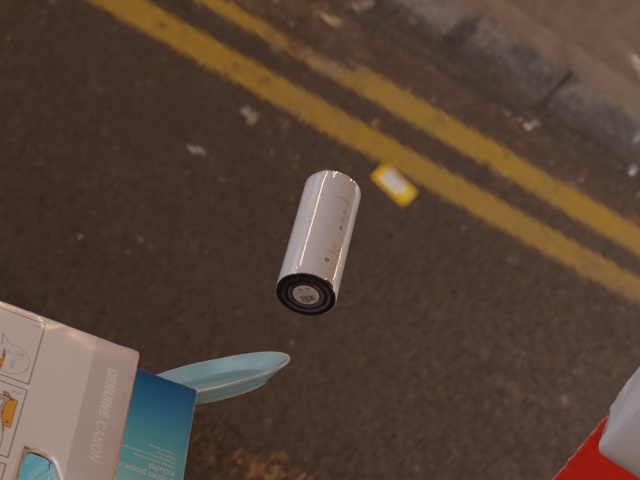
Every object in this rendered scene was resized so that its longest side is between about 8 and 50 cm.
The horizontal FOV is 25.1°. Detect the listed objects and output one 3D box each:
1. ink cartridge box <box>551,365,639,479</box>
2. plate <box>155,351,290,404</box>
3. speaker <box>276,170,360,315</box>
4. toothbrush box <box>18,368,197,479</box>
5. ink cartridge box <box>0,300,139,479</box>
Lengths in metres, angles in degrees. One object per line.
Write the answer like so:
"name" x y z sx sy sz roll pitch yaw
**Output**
"ink cartridge box" 0.267 0.176 0.695 0.308 0.385 0.091 34 63 9
"plate" -0.125 0.164 1.667 0.188 0.188 0.024 -18 98 -54
"speaker" 0.000 0.000 1.286 0.055 0.055 0.136 31 43 -17
"toothbrush box" -0.233 0.284 1.324 0.126 0.216 0.295 24 51 -23
"ink cartridge box" -0.239 0.121 0.715 0.261 0.066 0.296 26 34 -16
